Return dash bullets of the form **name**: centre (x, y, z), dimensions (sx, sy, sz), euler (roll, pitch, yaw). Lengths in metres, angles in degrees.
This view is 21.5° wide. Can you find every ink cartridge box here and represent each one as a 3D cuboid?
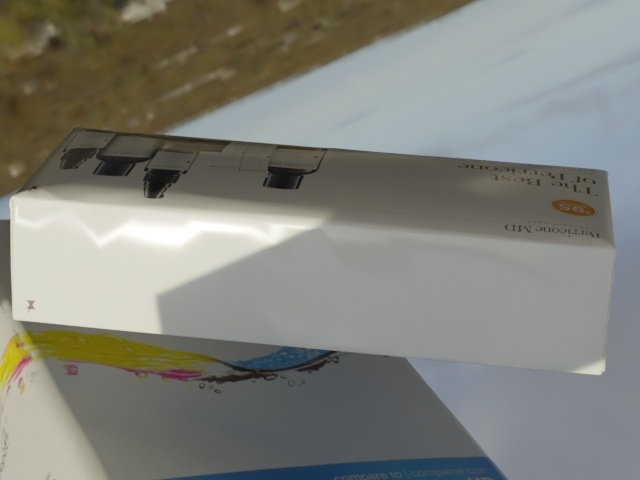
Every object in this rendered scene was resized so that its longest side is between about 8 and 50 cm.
- **ink cartridge box**: centre (-0.063, 0.139, 0.797), dimensions (0.197, 0.198, 0.270), euler (0, -149, -30)

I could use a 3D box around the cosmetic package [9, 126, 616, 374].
- **cosmetic package**: centre (0.000, 0.000, 0.702), dimensions (0.239, 0.060, 0.099), euler (5, -157, 5)
